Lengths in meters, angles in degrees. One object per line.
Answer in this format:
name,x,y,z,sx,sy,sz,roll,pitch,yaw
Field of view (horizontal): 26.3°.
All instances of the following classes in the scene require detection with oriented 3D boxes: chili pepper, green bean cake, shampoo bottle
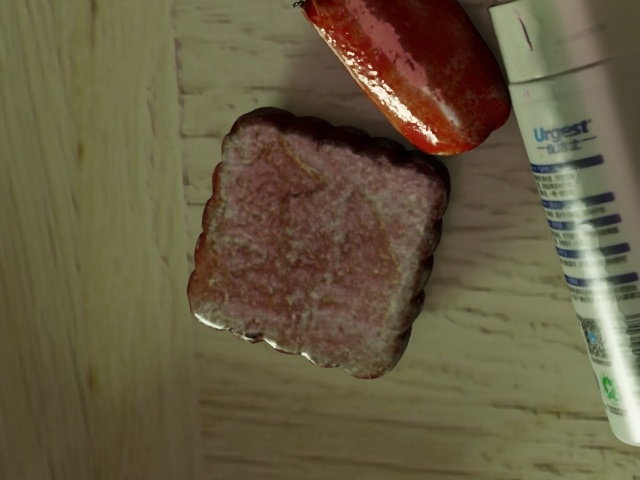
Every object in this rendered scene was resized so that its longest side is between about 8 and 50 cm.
chili pepper,0.051,-0.103,0.748,0.070,0.073,0.123,-38,96,11
green bean cake,0.000,0.000,0.791,0.135,0.056,0.135,18,105,7
shampoo bottle,0.158,-0.045,0.730,0.092,0.092,0.303,-16,99,15
